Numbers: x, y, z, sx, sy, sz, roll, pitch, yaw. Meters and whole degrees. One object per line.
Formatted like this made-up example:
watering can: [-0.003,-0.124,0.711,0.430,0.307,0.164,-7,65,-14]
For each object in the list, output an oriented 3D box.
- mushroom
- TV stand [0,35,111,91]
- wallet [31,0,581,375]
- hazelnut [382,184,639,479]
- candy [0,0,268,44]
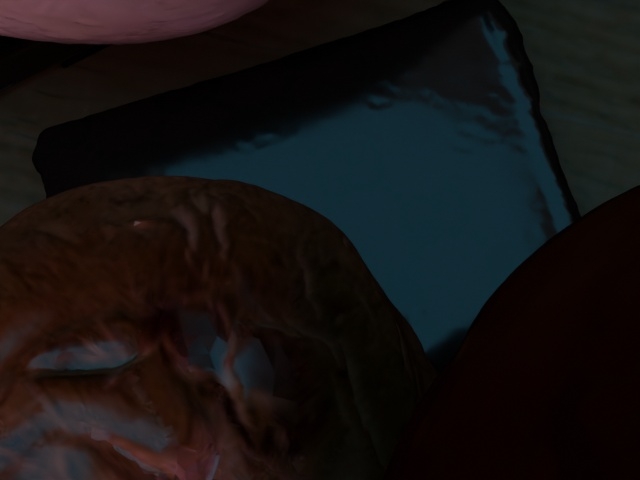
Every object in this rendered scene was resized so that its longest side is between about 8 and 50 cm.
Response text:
mushroom: [-0.066,0.106,0.700,0.278,0.146,0.278,2,84,-17]
TV stand: [-0.130,-0.113,0.874,0.256,0.040,0.049,-26,70,0]
wallet: [0.000,0.000,0.813,0.229,0.049,0.182,-19,75,2]
hazelnut: [0.220,0.135,0.559,0.429,0.402,0.402,17,76,18]
candy: [-0.089,-0.189,0.726,0.295,0.295,0.185,-16,54,4]
